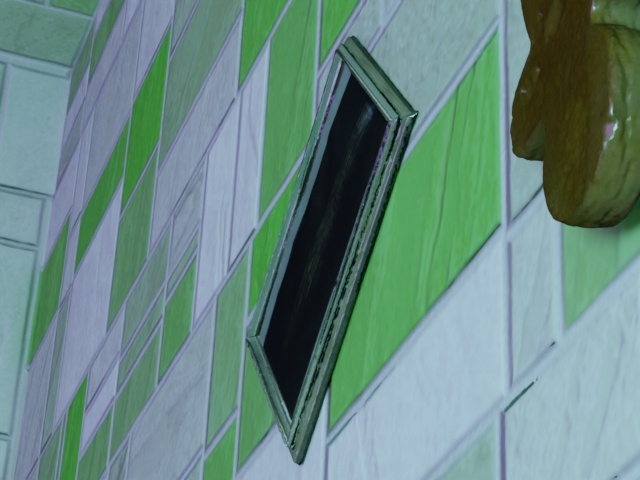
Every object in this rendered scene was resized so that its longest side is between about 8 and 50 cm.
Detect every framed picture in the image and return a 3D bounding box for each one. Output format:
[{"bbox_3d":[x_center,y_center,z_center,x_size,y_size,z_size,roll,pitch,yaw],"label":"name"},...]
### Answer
[{"bbox_3d":[0.000,0.000,1.517,0.231,0.018,0.293,-119,44,-68],"label":"framed picture"}]

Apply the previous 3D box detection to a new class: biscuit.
[{"bbox_3d":[0.148,-0.130,1.042,0.197,0.049,0.301,106,169,-47],"label":"biscuit"}]
